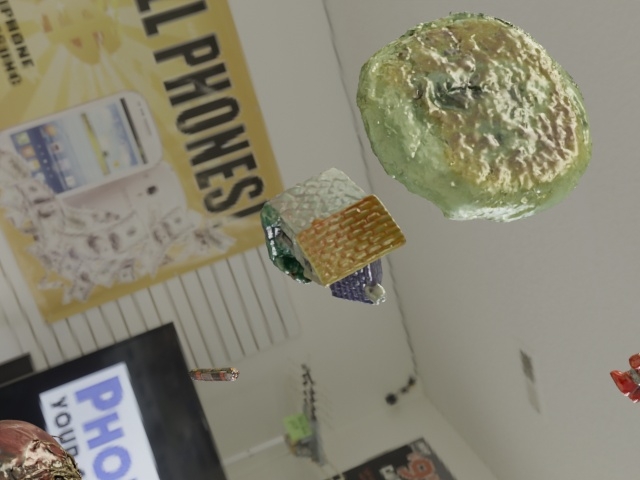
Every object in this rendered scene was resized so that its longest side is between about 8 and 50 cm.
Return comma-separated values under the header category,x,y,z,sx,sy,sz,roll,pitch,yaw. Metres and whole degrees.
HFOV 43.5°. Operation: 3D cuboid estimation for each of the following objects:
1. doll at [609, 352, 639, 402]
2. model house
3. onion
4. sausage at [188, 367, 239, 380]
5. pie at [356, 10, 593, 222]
category,x,y,z,sx,sy,sz,roll,pitch,yaw
doll,0.367,0.089,0.758,0.104,0.194,0.062,40,21,-28
model house,0.013,0.012,0.694,0.100,0.087,0.101,46,-23,39
onion,-0.435,0.393,1.131,0.221,0.281,0.281,56,2,-47
sausage,-0.197,0.246,1.479,0.028,0.025,0.198,49,-30,-15
pie,0.119,-0.098,0.607,0.041,0.186,0.187,111,-43,-63
